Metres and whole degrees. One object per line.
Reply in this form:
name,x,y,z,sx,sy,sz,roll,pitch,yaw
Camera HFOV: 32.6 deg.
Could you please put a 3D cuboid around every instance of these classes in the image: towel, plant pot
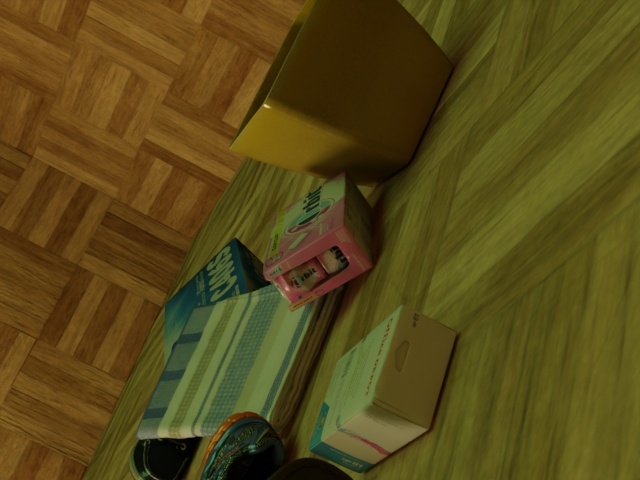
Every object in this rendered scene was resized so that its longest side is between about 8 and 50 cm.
towel,-0.101,0.146,1.314,0.285,0.034,0.209,-15,43,47
plant pot,0.033,-0.180,1.332,0.212,0.187,0.212,-65,10,-16

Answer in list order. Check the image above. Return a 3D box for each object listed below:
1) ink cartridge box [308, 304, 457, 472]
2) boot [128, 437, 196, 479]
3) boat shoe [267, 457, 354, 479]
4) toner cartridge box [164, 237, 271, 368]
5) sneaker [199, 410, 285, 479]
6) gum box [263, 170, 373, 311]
ink cartridge box,0.047,0.116,0.839,0.122,0.052,0.088,-51,15,55
boot,-0.212,0.270,1.689,0.178,0.085,0.236,-57,10,16
boat shoe,-0.037,0.271,0.669,0.104,0.110,0.307,-54,12,35
toner cartridge box,-0.148,0.115,1.606,0.165,0.075,0.348,-45,16,4
sneaker,-0.100,0.279,1.097,0.087,0.083,0.221,-3,65,64
gum box,0.000,0.000,1.260,0.107,0.062,0.188,-31,18,14
